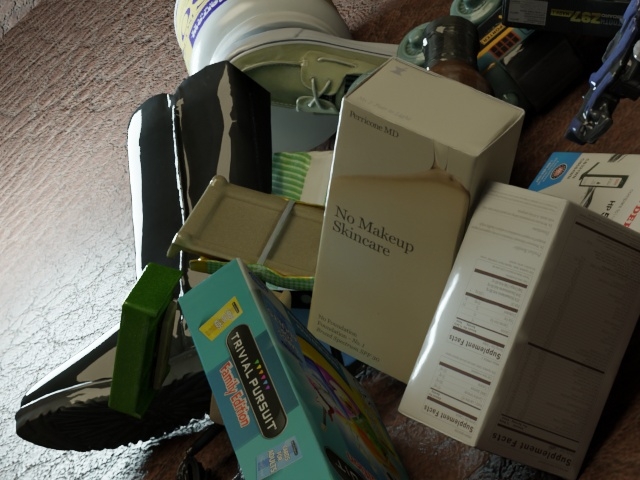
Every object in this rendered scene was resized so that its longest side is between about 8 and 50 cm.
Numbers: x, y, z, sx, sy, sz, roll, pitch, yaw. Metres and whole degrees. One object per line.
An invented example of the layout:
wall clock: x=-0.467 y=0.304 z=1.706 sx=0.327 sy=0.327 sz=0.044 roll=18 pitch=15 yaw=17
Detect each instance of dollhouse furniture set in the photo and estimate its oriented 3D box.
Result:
dollhouse furniture set: x=-0.092 y=0.076 z=1.949 sx=0.198 sy=0.151 sz=0.301 roll=16 pitch=36 yaw=9

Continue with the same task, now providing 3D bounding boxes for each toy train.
toy train: x=0.179 y=-0.193 z=2.148 sx=0.334 sy=0.142 sz=0.190 roll=-40 pitch=37 yaw=2

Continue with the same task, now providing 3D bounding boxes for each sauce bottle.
sauce bottle: x=0.151 y=-0.124 z=1.956 sx=0.111 sy=0.111 sz=0.344 roll=-26 pitch=39 yaw=26

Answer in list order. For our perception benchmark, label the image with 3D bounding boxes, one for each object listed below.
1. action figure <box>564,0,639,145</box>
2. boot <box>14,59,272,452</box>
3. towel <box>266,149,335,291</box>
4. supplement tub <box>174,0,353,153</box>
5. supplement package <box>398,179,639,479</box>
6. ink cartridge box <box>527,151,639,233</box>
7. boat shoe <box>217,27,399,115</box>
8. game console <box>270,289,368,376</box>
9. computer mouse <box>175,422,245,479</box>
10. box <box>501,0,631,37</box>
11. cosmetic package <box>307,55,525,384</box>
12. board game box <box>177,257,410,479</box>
action figure: x=0.420 y=-0.205 z=1.781 sx=0.341 sy=0.178 sz=0.330 roll=-59 pitch=36 yaw=21
boot: x=-0.223 y=0.019 z=2.162 sx=0.367 sy=0.146 sz=0.445 roll=-18 pitch=58 yaw=17
towel: x=0.000 y=0.000 z=2.105 sx=0.325 sy=0.038 sz=0.247 roll=1 pitch=72 yaw=49
supplement tub: x=-0.080 y=-0.280 z=2.468 sx=0.241 sy=0.241 sz=0.331 roll=-36 pitch=28 yaw=8
supplement package: x=0.200 y=0.085 z=1.621 sx=0.134 sy=0.139 sz=0.244 roll=19 pitch=87 yaw=59
ink cartridge box: x=0.300 y=-0.014 z=1.779 sx=0.203 sy=0.086 sz=0.148 roll=4 pitch=52 yaw=54
boat shoe: x=0.014 y=-0.217 z=2.269 sx=0.302 sy=0.109 sz=0.094 roll=0 pitch=35 yaw=-10
game console: x=0.005 y=0.090 z=1.956 sx=0.144 sy=0.124 sz=0.085 roll=-105 pitch=26 yaw=-43
computer mouse: x=-0.057 y=0.231 z=1.903 sx=0.262 sy=0.060 sz=0.184 roll=-48 pitch=30 yaw=10
box: x=0.345 y=-0.320 z=2.068 sx=0.233 sy=0.059 sz=0.183 roll=7 pitch=42 yaw=6
cosmetic package: x=0.094 y=-0.014 z=1.756 sx=0.160 sy=0.309 sz=0.113 roll=25 pitch=41 yaw=22
board game box: x=0.005 y=0.204 z=1.589 sx=0.079 sy=0.254 sz=0.336 roll=-36 pitch=40 yaw=8
